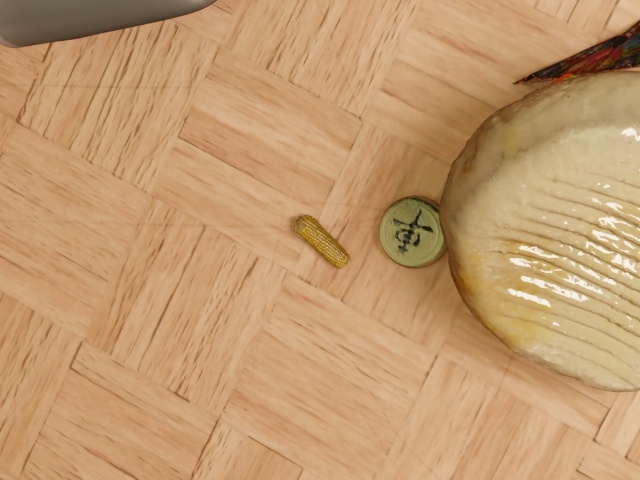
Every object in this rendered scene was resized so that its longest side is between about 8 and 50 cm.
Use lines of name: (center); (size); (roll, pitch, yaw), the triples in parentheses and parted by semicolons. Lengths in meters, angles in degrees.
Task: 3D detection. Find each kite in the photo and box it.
kite: (0.297, -0.195, 1.701); (0.183, 0.241, 0.014); (-34, 108, -21)

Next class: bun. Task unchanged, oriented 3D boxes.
bun: (0.305, -0.033, 1.644); (0.365, 0.219, 0.365); (3, 127, 4)

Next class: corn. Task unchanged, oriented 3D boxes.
corn: (0.000, 0.000, 1.860); (0.083, 0.028, 0.027); (44, 124, 10)

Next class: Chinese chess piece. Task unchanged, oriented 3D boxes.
Chinese chess piece: (0.108, -0.009, 1.824); (0.084, 0.034, 0.084); (1, 94, 18)

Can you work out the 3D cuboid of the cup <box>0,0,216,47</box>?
cup: (-0.243, -0.406, 1.825); (0.274, 0.259, 0.357); (-6, 60, 16)
